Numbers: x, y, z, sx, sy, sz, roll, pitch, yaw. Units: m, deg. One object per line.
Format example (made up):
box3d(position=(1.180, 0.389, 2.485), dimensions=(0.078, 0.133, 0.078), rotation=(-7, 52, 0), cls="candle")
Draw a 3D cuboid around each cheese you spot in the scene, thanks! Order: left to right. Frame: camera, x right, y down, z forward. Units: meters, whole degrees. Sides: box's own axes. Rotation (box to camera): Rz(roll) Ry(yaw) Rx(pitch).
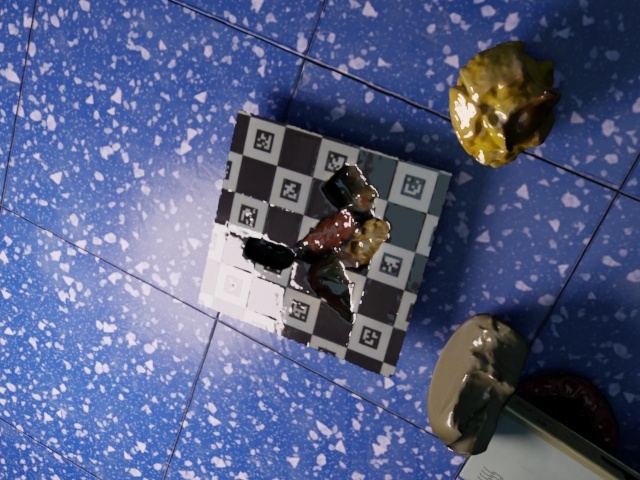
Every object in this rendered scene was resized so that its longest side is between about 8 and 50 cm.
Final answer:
box3d(position=(0.225, 0.216, 1.003), dimensions=(0.091, 0.175, 0.202), rotation=(25, 71, -6), cls="cheese")

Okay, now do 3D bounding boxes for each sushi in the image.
box3d(position=(0.000, 0.000, 1.096), dimensions=(0.359, 0.064, 0.343), rotation=(19, 108, 16), cls="sushi")

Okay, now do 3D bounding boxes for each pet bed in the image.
box3d(position=(0.364, 0.299, 1.059), dimensions=(0.201, 0.053, 0.201), rotation=(9, 113, 21), cls="pet bed")

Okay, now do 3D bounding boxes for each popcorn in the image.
box3d(position=(0.243, -0.183, 0.905), dimensions=(0.148, 0.152, 0.167), rotation=(-28, 125, -10), cls="popcorn")

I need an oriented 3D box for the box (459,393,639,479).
box3d(position=(0.360, 0.370, 1.012), dimensions=(0.270, 0.045, 0.210), rotation=(31, 130, 19), cls="box")
